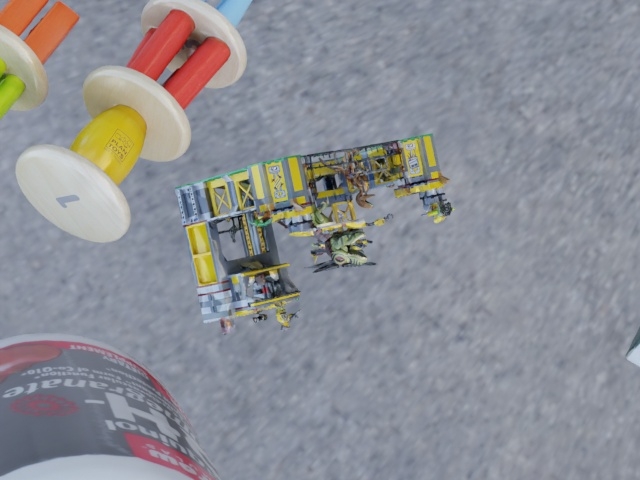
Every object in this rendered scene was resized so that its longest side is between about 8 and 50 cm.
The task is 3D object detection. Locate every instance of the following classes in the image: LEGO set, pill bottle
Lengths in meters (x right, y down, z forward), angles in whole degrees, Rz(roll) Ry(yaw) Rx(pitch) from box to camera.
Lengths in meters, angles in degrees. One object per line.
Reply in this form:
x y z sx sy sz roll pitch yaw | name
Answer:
0.000 0.000 1.761 0.255 0.331 0.192 -12 90 39 | LEGO set
-0.117 0.165 0.708 0.176 0.318 0.176 -3 103 -15 | pill bottle

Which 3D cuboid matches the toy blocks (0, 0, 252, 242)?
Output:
-0.100 -0.079 0.661 0.123 0.148 0.054 20 145 18 | toy blocks

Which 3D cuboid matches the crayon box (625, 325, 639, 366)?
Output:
0.422 0.100 1.150 0.323 0.083 0.203 31 147 5 | crayon box
